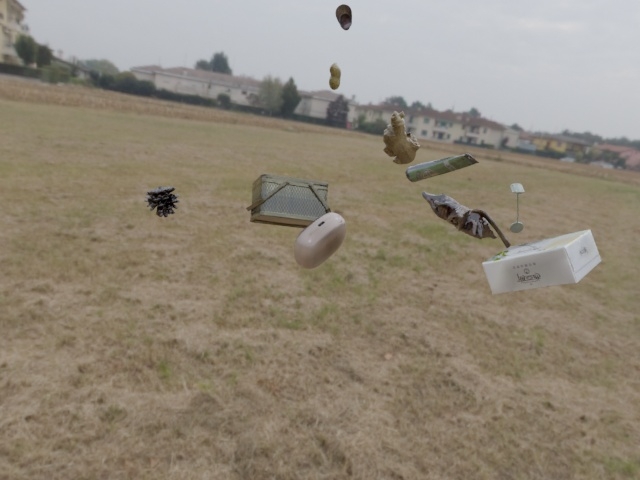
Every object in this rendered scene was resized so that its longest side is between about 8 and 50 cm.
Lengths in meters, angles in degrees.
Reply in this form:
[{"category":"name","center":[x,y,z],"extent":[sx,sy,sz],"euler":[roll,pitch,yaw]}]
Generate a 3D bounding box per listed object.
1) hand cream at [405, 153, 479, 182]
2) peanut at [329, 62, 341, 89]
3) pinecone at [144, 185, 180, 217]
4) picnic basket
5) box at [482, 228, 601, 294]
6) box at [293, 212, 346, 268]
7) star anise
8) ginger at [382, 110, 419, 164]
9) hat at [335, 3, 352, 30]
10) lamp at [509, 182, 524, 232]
[{"category":"hand cream","center":[0.375,-0.231,1.537],"extent":[0.235,0.055,0.086],"euler":[-9,-14,37]},{"category":"peanut","center":[0.041,-0.465,1.370],"extent":[0.037,0.083,0.037],"euler":[-2,47,2]},{"category":"pinecone","center":[-0.626,-0.156,1.923],"extent":[0.140,0.121,0.140],"euler":[-9,21,4]},{"category":"picnic basket","center":[-0.109,-0.128,1.649],"extent":[0.266,0.139,0.165],"euler":[5,-9,-21]},{"category":"box","center":[0.644,0.065,1.416],"extent":[0.194,0.111,0.260],"euler":[-21,3,-41]},{"category":"box","center":[0.000,0.000,1.482],"extent":[0.088,0.146,0.200],"euler":[34,53,27]},{"category":"star anise","center":[0.550,-0.089,1.850],"extent":[0.292,0.109,0.349],"euler":[15,18,-29]},{"category":"ginger","center":[0.301,-0.391,1.881],"extent":[0.213,0.137,0.074],"euler":[51,2,-41]},{"category":"hat","center":[0.086,-0.793,1.713],"extent":[0.058,0.087,0.042],"euler":[-20,32,9]},{"category":"lamp","center":[0.750,-0.120,1.849],"extent":[0.050,0.199,0.056],"euler":[-7,33,7]}]
